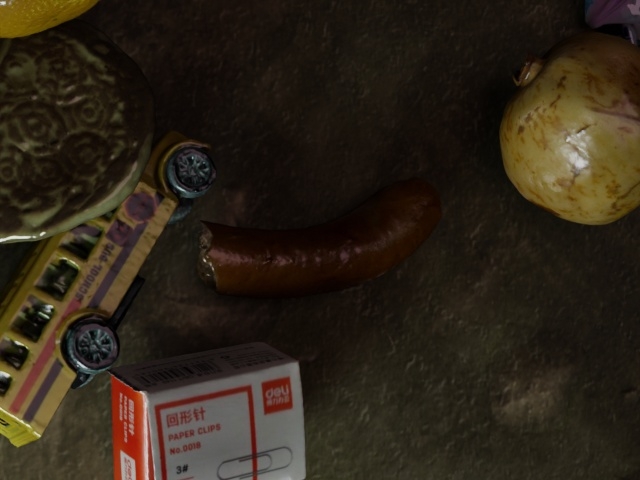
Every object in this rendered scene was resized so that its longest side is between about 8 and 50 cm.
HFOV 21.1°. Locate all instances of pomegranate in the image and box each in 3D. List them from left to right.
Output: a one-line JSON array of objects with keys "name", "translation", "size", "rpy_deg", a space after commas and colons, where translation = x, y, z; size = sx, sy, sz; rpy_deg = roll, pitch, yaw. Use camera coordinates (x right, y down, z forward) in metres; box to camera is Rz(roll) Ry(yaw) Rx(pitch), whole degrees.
[{"name": "pomegranate", "translation": [0.298, -0.129, 1.927], "size": [0.215, 0.215, 0.215], "rpy_deg": [4, 81, -28]}]

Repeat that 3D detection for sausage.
[{"name": "sausage", "translation": [0.002, 0.005, 1.809], "size": [0.302, 0.076, 0.103], "rpy_deg": [-12, 89, -29]}]

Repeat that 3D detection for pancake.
[{"name": "pancake", "translation": [-0.276, -0.110, 1.639], "size": [0.250, 0.031, 0.250], "rpy_deg": [0, 65, 0]}]

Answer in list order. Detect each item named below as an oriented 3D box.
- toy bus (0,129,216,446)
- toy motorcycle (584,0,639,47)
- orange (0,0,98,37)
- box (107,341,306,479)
[{"name": "toy bus", "translation": [-0.227, 0.034, 1.660], "size": [0.123, 0.121, 0.335], "rpy_deg": [32, 69, -10]}, {"name": "toy motorcycle", "translation": [0.392, -0.317, 2.045], "size": [0.239, 0.108, 0.204], "rpy_deg": [-46, 105, -25]}, {"name": "orange", "translation": [-0.296, -0.306, 1.613], "size": [0.236, 0.236, 0.236], "rpy_deg": [4, 81, -28]}, {"name": "box", "translation": [-0.112, 0.184, 1.694], "size": [0.182, 0.099, 0.133], "rpy_deg": [-8, 104, -30]}]
